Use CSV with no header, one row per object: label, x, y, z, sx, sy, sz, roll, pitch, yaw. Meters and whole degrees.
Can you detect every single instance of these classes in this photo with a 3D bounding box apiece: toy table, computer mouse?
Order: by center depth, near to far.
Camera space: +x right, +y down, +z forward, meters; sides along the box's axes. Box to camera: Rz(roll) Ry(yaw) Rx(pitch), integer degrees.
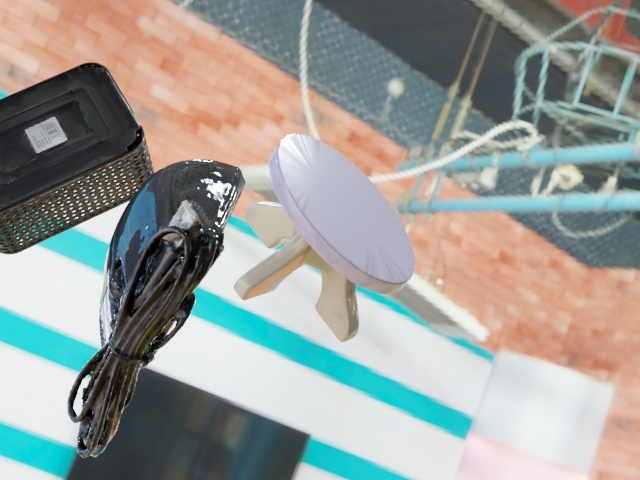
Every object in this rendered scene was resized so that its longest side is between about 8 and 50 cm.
computer mouse,-0.119,0.010,0.766,0.072,0.188,0.272,29,23,-7
toy table,0.000,0.000,1.541,0.252,0.274,0.161,-3,-37,-41

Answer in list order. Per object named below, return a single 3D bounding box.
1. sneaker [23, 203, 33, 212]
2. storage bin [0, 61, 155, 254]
sneaker,-0.383,-0.078,1.286,0.115,0.281,0.105,-17,-78,38
storage bin,-0.270,-0.083,1.065,0.122,0.180,0.084,57,-14,25
